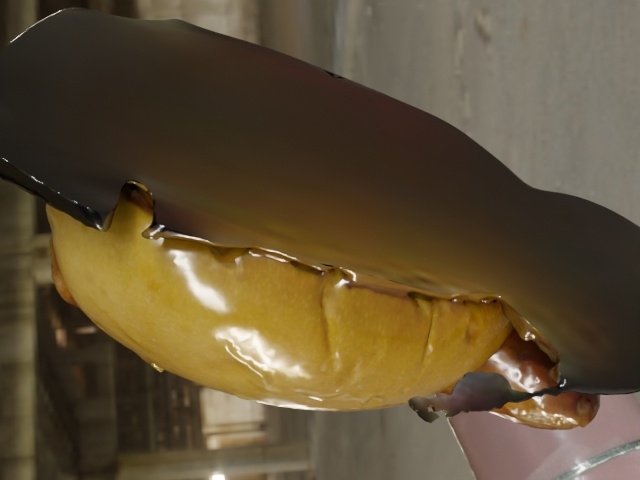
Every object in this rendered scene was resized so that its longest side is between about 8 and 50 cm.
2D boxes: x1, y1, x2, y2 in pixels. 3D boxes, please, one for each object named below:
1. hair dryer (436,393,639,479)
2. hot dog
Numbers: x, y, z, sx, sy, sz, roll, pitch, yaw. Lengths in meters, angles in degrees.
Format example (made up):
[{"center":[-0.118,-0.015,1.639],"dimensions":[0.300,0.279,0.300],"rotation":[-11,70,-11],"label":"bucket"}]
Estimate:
[{"center":[0.081,0.208,0.934],"dimensions":[0.125,0.352,0.210],"rotation":[13,-133,-59],"label":"hair dryer"},{"center":[-0.002,0.021,0.587],"dimensions":[0.107,0.326,0.194],"rotation":[-59,5,39],"label":"hot dog"}]
